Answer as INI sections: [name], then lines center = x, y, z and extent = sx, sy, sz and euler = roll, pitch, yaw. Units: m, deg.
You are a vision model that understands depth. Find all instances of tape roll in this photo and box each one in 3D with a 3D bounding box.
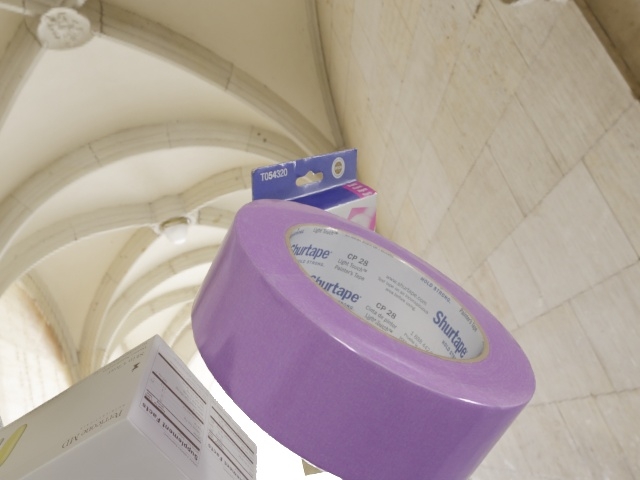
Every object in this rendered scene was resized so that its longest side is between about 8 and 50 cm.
[tape roll]
center = 0.036, 0.072, 0.471
extent = 0.275, 0.275, 0.090
euler = 5, -61, -52

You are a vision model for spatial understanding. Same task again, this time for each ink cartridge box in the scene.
[ink cartridge box]
center = 0.000, 0.000, 1.110
extent = 0.071, 0.330, 0.324
euler = 16, 24, 36

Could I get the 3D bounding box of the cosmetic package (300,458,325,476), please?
[cosmetic package]
center = -0.005, 0.254, 0.745
extent = 0.060, 0.115, 0.041
euler = -12, 20, -3

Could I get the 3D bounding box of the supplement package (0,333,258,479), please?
[supplement package]
center = -0.232, 0.271, 0.605
extent = 0.262, 0.204, 0.145
euler = -32, 22, 7

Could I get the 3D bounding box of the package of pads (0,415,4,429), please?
[package of pads]
center = -0.779, 0.562, 1.224
extent = 0.101, 0.229, 0.296
euler = 17, -68, -49
